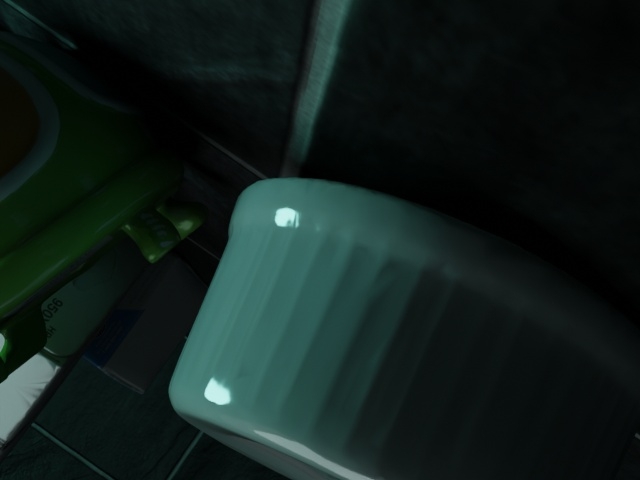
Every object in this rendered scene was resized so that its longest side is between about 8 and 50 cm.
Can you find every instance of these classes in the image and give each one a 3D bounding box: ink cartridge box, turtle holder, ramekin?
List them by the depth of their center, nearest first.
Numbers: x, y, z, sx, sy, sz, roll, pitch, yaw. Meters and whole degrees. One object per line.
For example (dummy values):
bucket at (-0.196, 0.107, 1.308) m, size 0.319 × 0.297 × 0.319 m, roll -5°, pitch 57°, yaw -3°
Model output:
ramekin at (0.047, 0.091, 0.569) m, size 0.277 × 0.135 × 0.277 m, roll 24°, pitch 165°, yaw 7°
turtle holder at (-0.229, -0.048, 0.744) m, size 0.227 × 0.243 × 0.320 m, roll 51°, pitch -158°, yaw -6°
ink cartridge box at (-0.380, 0.125, 1.157) m, size 0.166 × 0.285 × 0.395 m, roll 37°, pitch 124°, yaw -7°
ink cartridge box at (-0.346, 0.067, 1.473) m, size 0.270 × 0.198 × 0.197 m, roll 30°, pitch 168°, yaw 18°

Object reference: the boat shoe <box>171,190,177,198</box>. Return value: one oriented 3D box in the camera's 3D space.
boat shoe at (-0.211, -0.048, 0.968) m, size 0.076 × 0.080 × 0.228 m, roll 45°, pitch 165°, yaw -15°
